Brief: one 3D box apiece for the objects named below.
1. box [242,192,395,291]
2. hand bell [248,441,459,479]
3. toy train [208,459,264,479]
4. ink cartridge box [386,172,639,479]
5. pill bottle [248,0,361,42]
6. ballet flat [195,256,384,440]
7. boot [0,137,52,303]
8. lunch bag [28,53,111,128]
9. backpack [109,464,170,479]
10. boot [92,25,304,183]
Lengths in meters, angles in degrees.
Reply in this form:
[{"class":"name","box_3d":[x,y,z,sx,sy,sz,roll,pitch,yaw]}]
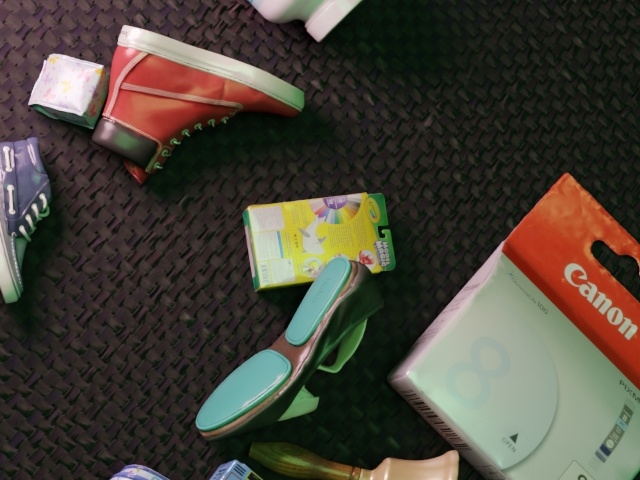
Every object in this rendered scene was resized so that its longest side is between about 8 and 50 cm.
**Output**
[{"class":"box","box_3d":[0.000,0.000,1.614,0.179,0.043,0.105,-7,83,-14]},{"class":"hand bell","box_3d":[0.033,0.280,1.558,0.242,0.126,0.126,16,77,-1]},{"class":"toy train","box_3d":[-0.073,0.343,1.520,0.184,0.080,0.105,41,67,-6]},{"class":"ink cartridge box","box_3d":[0.318,0.142,1.655,0.308,0.091,0.385,44,74,-5]},{"class":"pill bottle","box_3d":[-0.060,-0.369,1.601,0.264,0.146,0.146,46,73,-4]},{"class":"ballet flat","box_3d":[-0.023,0.148,1.550,0.280,0.095,0.096,-48,119,-4]},{"class":"boot","box_3d":[-0.347,-0.027,1.505,0.086,0.069,0.190,-13,83,-14]},{"class":"lunch bag","box_3d":[-0.299,-0.180,1.553,0.083,0.053,0.071,16,76,14]},{"class":"backpack","box_3d":[-0.205,0.304,1.468,0.105,0.114,0.084,30,55,-7]},{"class":"boot","box_3d":[-0.148,-0.143,1.584,0.244,0.088,0.176,14,95,-23]}]
